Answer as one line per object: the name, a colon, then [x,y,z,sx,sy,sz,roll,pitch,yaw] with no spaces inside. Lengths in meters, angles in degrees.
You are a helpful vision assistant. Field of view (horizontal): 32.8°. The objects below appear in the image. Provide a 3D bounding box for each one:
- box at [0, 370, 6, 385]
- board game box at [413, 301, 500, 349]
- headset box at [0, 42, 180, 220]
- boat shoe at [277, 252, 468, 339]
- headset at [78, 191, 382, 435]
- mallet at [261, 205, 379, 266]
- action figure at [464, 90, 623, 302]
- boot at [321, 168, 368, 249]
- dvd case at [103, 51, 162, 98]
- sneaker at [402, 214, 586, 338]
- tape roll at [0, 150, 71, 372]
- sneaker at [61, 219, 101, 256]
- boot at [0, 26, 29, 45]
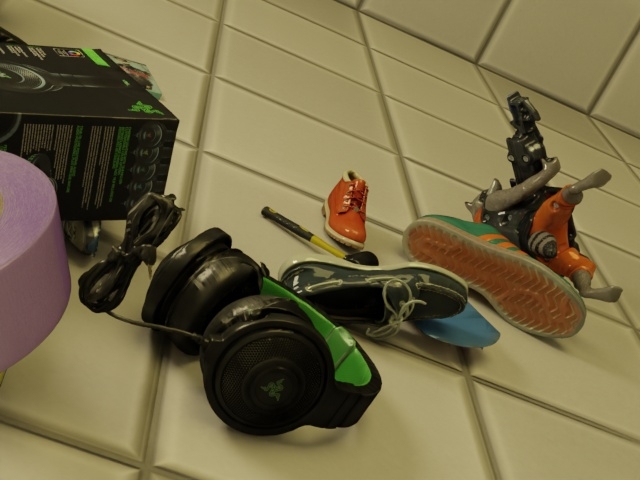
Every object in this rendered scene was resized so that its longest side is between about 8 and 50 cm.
box: [-0.320,0.041,1.027,0.058,0.087,0.232,16,25,-24]
board game box: [0.160,0.110,1.489,0.133,0.033,0.168,1,30,-35]
headset box: [-0.329,-0.129,1.246,0.283,0.131,0.246,-1,27,-34]
boat shoe: [0.072,0.073,1.374,0.254,0.095,0.079,11,38,-19]
headset: [-0.076,0.067,1.110,0.394,0.185,0.243,18,20,-50]
mallet: [0.000,0.000,1.550,0.190,0.039,0.062,34,23,27]
action figure: [0.338,-0.059,1.769,0.178,0.341,0.330,-26,14,-19]
boot: [0.045,-0.048,1.638,0.059,0.084,0.158,20,24,-21]
dvd case: [-0.321,-0.279,1.829,0.087,0.013,0.119,13,25,-30]
sneaker: [0.278,0.039,1.672,0.302,0.108,0.121,31,26,13]
tape roll: [-0.348,0.020,0.885,0.275,0.090,0.275,-1,31,0]
sneaker: [-0.294,-0.020,1.253,0.058,0.052,0.135,0,26,-31]
boot: [-0.498,-0.291,1.376,0.348,0.131,0.260,42,6,-48]
